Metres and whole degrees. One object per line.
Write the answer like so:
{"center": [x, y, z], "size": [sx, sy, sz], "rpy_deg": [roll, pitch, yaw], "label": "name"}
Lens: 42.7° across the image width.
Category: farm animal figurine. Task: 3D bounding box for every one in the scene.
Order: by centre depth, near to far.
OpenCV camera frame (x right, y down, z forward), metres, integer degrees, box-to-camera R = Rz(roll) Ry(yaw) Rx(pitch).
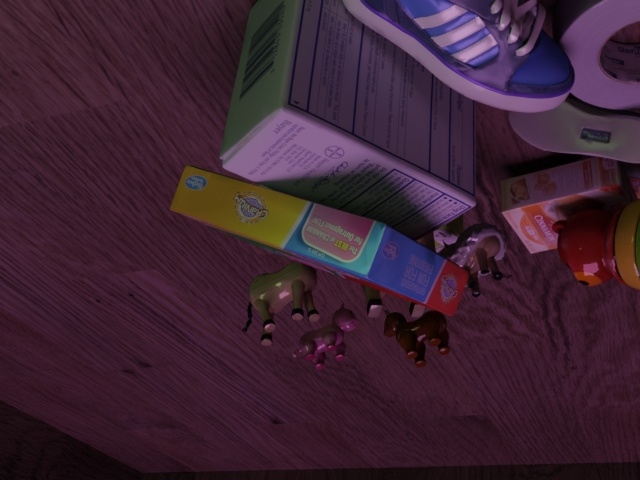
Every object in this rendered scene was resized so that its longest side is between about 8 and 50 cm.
{"center": [0.076, 0.050, 1.282], "size": [0.330, 0.172, 0.327], "rpy_deg": [14, 131, -23], "label": "farm animal figurine"}

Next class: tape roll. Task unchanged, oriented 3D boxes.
{"center": [0.404, -0.260, 1.025], "size": [0.219, 0.072, 0.219], "rpy_deg": [4, 149, 2], "label": "tape roll"}

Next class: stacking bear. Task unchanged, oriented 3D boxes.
{"center": [0.477, 0.011, 1.175], "size": [0.289, 0.164, 0.175], "rpy_deg": [3, 160, 46], "label": "stacking bear"}

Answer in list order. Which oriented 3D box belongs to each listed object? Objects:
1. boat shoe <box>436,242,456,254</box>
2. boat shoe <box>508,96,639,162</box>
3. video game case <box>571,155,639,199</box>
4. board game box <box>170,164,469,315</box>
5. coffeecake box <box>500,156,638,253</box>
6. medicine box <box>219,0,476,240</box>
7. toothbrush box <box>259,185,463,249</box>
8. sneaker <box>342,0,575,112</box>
{"center": [0.174, 0.046, 1.569], "size": [0.079, 0.084, 0.233], "rpy_deg": [29, 139, -33], "label": "boat shoe"}
{"center": [0.379, -0.157, 1.158], "size": [0.227, 0.079, 0.081], "rpy_deg": [22, -161, 34], "label": "boat shoe"}
{"center": [0.507, -0.085, 1.347], "size": [0.227, 0.026, 0.206], "rpy_deg": [24, 145, -27], "label": "video game case"}
{"center": [0.000, 0.000, 1.055], "size": [0.316, 0.064, 0.242], "rpy_deg": [18, 176, 36], "label": "board game box"}
{"center": [0.403, -0.057, 1.319], "size": [0.185, 0.068, 0.142], "rpy_deg": [-14, 143, 29], "label": "coffeecake box"}
{"center": [0.048, -0.175, 1.043], "size": [0.289, 0.264, 0.149], "rpy_deg": [23, 146, -26], "label": "medicine box"}
{"center": [0.071, -0.078, 1.342], "size": [0.206, 0.122, 0.283], "rpy_deg": [-23, 138, 38], "label": "toothbrush box"}
{"center": [0.189, -0.294, 0.909], "size": [0.322, 0.130, 0.236], "rpy_deg": [29, 147, -4], "label": "sneaker"}
